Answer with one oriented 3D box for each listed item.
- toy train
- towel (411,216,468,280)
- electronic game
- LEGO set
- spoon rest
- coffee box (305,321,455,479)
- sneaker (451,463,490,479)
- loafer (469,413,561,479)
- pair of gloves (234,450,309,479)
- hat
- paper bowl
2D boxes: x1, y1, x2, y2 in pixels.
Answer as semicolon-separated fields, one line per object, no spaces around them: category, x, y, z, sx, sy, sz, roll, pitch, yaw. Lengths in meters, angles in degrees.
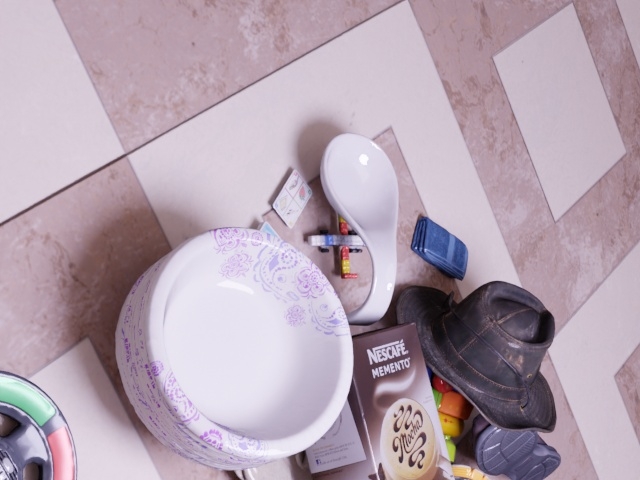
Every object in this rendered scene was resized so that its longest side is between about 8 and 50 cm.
toy train;0.203;0.277;1.759;0.248;0.105;0.143;24;77;-41
towel;0.198;0.013;1.844;0.119;0.029;0.067;32;60;-38
electronic game;-0.359;0.252;1.216;0.229;0.048;0.229;11;75;-44
LEGO set;0.000;0.000;1.626;0.182;0.060;0.244;53;49;-31
spoon rest;0.063;-0.021;1.614;0.137;0.084;0.277;5;75;-38
coffee box;0.075;0.274;1.549;0.168;0.118;0.297;-10;84;-50
sneaker;0.263;0.435;1.805;0.215;0.084;0.083;37;59;-24
loafer;0.293;0.313;1.807;0.095;0.109;0.302;56;9;34
pair of gloves;-0.041;0.269;1.545;0.240;0.042;0.204;-24;95;-51
hat;0.272;0.140;1.717;0.331;0.134;0.331;33;22;-15
paper bowl;-0.113;0.138;1.390;0.284;0.148;0.284;15;62;-31
